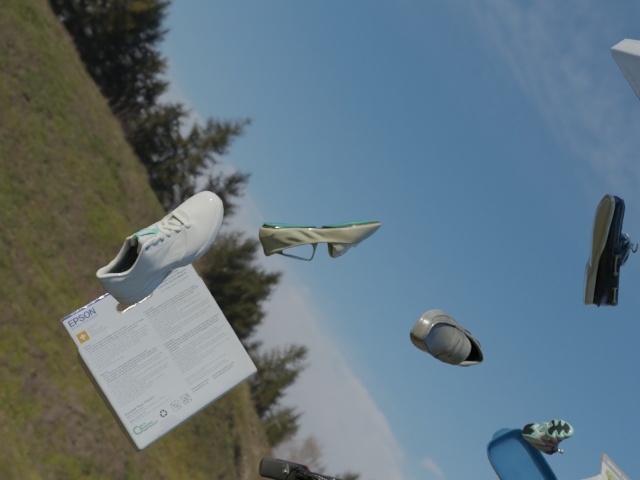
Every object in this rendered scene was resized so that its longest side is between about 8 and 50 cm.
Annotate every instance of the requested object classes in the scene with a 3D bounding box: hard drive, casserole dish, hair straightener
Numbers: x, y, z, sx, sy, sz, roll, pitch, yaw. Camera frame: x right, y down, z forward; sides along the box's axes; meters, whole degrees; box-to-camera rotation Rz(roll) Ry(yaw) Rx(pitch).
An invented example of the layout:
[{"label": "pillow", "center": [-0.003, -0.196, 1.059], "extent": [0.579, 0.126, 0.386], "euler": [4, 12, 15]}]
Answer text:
[{"label": "hard drive", "center": [0.576, -0.222, 1.468], "extent": [0.233, 0.047, 0.353], "euler": [56, 17, -6]}, {"label": "casserole dish", "center": [0.428, 0.491, 1.901], "extent": [0.188, 0.114, 0.037], "euler": [59, -23, 23]}, {"label": "hair straightener", "center": [-0.038, 0.458, 1.706], "extent": [0.230, 0.047, 0.089], "euler": [8, -10, 44]}]

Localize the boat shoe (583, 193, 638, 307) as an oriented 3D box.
[{"label": "boat shoe", "center": [0.578, 0.025, 1.768], "extent": [0.095, 0.079, 0.255], "euler": [-72, 165, -62]}]

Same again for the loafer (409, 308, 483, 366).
[{"label": "loafer", "center": [0.316, 0.245, 2.175], "extent": [0.111, 0.112, 0.319], "euler": [36, 7, 32]}]

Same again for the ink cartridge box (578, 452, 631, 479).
[{"label": "ink cartridge box", "center": [0.634, 0.663, 1.914], "extent": [0.309, 0.272, 0.130], "euler": [47, -49, -13]}]

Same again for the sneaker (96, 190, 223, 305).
[{"label": "sneaker", "center": [-0.230, 0.001, 1.282], "extent": [0.080, 0.212, 0.094], "euler": [40, -9, 32]}]

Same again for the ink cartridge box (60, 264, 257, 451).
[{"label": "ink cartridge box", "center": [-0.357, 0.241, 1.981], "extent": [0.330, 0.324, 0.071], "euler": [58, -29, 2]}]

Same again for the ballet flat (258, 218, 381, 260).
[{"label": "ballet flat", "center": [0.000, 0.000, 1.788], "extent": [0.086, 0.248, 0.086], "euler": [178, -90, -84]}]

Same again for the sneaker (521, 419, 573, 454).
[{"label": "sneaker", "center": [0.394, 0.335, 1.492], "extent": [0.098, 0.038, 0.069], "euler": [-14, -57, 51]}]
